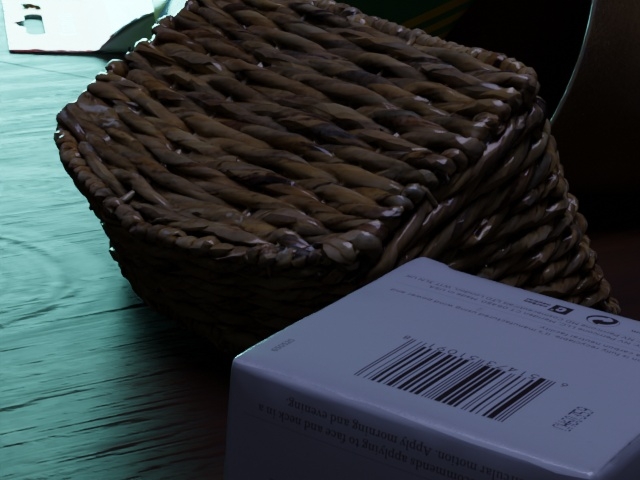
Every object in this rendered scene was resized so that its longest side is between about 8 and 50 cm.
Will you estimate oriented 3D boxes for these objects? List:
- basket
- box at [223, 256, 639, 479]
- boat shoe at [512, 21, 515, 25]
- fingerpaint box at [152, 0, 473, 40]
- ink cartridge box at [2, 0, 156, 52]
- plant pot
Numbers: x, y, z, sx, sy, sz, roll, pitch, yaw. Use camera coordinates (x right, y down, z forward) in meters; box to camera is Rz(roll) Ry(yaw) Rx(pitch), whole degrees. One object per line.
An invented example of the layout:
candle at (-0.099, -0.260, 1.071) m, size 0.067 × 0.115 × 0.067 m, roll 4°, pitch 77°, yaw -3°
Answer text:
basket at (0.000, 0.000, 1.183) m, size 0.299 × 0.223 × 0.213 m, roll 25°, pitch 61°, yaw 42°
box at (0.076, 0.104, 0.882) m, size 0.181 × 0.119 × 0.182 m, roll 16°, pitch 23°, yaw 28°
boat shoe at (0.155, -0.169, 1.552) m, size 0.068 × 0.072 × 0.190 m, roll 14°, pitch 63°, yaw 25°
fingerpaint box at (0.026, -0.310, 1.515) m, size 0.163 × 0.371 × 0.445 m, roll 31°, pitch 19°, yaw -23°
ink cartridge box at (-0.177, -0.223, 1.792) m, size 0.232 × 0.066 × 0.189 m, roll 4°, pitch 20°, yaw -13°
plant pot at (0.251, -0.129, 1.435) m, size 0.254 × 0.237 × 0.237 m, roll 12°, pitch 17°, yaw -22°
